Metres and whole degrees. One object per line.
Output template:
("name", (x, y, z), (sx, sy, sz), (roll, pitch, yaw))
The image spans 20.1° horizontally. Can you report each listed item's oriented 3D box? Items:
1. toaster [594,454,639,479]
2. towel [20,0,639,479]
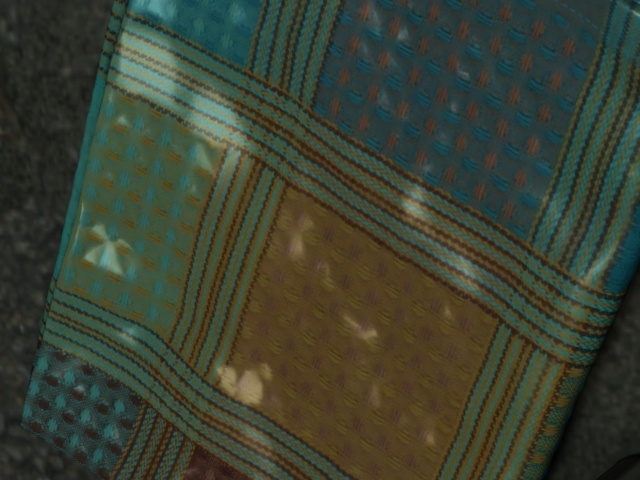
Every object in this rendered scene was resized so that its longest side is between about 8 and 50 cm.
("toaster", (0.146, 0.193, 0.716), (0.185, 0.110, 0.168), (18, 115, 28))
("towel", (0.000, 0.000, 0.793), (0.271, 0.040, 0.370), (31, 121, 23))
